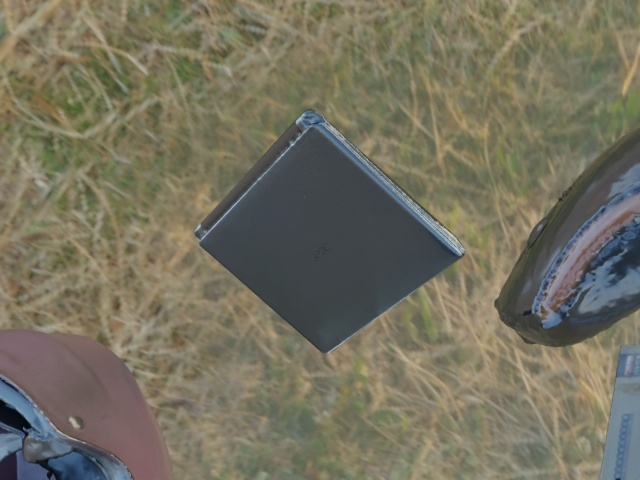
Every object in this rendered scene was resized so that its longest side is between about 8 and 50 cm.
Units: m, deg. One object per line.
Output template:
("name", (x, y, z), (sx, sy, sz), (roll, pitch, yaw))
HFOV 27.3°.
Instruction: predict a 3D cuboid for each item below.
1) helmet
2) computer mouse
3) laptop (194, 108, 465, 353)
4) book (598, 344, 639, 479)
("helmet", (-0.253, 0.231, 1.237), (0.271, 0.197, 0.338), (-13, 109, 24))
("computer mouse", (0.278, -0.029, 1.145), (0.323, 0.183, 0.116), (-37, 97, 21))
("laptop", (0.000, 0.000, 0.842), (0.129, 0.180, 0.016), (42, 54, -6))
("book", (0.286, 0.128, 0.881), (0.199, 0.016, 0.138), (-6, 55, 36))
